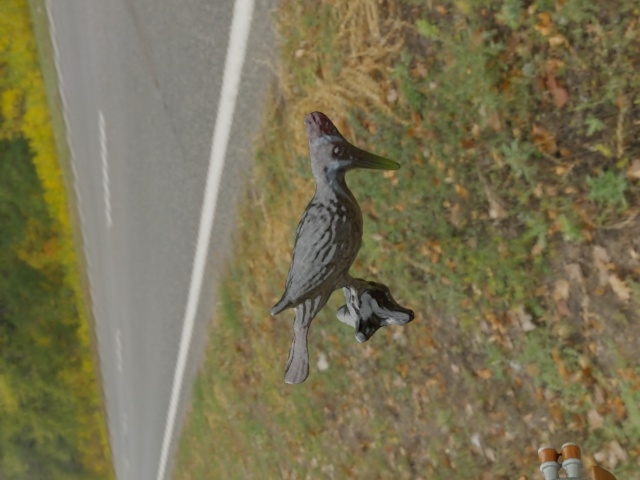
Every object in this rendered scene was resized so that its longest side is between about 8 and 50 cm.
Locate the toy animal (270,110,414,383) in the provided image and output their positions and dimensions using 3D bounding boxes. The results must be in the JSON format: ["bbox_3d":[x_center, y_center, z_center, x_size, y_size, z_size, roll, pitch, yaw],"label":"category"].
[{"bbox_3d":[0.009,0.004,0.660,0.070,0.105,0.203,-147,50,-62],"label":"toy animal"}]

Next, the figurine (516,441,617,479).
[{"bbox_3d":[0.313,0.372,1.092,0.271,0.143,0.143,-70,-24,-60],"label":"figurine"}]
